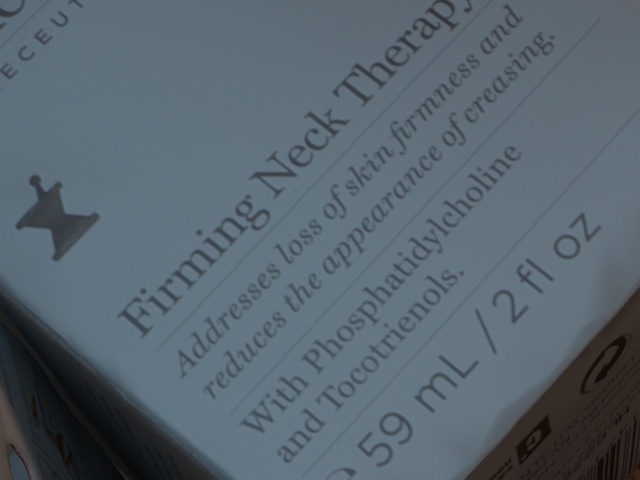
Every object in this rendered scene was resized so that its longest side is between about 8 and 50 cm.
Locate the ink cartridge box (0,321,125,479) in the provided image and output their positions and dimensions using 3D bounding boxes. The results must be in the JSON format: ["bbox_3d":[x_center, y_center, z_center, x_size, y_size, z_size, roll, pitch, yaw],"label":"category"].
[{"bbox_3d":[-0.121,0.237,0.975,0.091,0.385,0.308,-24,52,3],"label":"ink cartridge box"}]

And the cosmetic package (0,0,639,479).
[{"bbox_3d":[0.000,0.000,1.081,0.394,0.327,0.329,38,76,21],"label":"cosmetic package"}]
